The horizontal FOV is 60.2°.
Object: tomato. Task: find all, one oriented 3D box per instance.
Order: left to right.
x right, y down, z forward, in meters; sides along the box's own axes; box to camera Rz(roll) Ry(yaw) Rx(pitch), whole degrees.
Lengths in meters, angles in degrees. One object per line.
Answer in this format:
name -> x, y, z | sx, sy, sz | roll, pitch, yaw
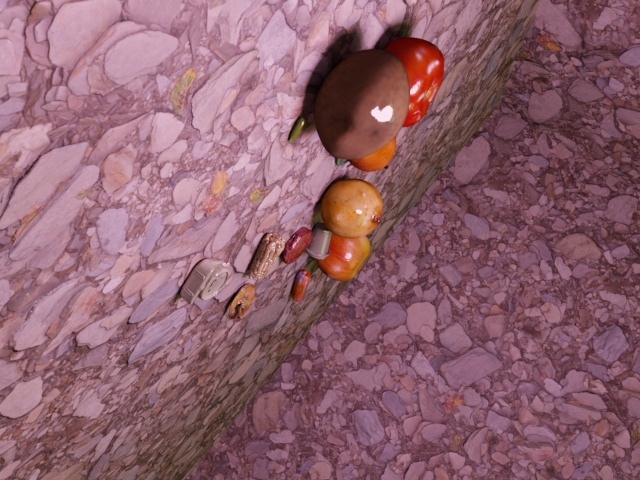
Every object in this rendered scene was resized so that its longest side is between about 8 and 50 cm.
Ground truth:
tomato -> 0.277, -0.539, 1.840 | 0.299, 0.226, 0.299 | -47, 157, -27

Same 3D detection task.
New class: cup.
cup -> 0.000, 0.000, 2.451 | 0.120, 0.120, 0.141 | -27, 143, -56

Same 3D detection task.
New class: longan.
longan -> 0.119, -0.399, 1.637 | 0.288, 0.288, 0.350 | -36, 163, -44

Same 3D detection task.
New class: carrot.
carrot -> 0.168, -0.343, 1.967 | 0.215, 0.193, 0.331 | -68, 158, 1

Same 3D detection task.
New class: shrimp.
shrimp -> -0.326, 0.248, 2.209 | 0.132, 0.051, 0.188 | -8, 128, -51

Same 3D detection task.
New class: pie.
pie -> -0.098, 0.024, 2.339 | 0.182, 0.049, 0.182 | -49, 165, -18

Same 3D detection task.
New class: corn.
corn -> -0.202, 0.062, 2.069 | 0.087, 0.087, 0.211 | -30, 155, -53

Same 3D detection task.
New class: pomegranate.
pomegranate -> 0.132, -0.131, 2.270 | 0.264, 0.264, 0.264 | -47, 163, -18

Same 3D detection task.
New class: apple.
apple -> 0.102, 0.054, 2.629 | 0.286, 0.233, 0.286 | -52, 167, -16

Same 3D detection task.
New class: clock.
clock -> -0.362, 0.129, 1.804 | 0.152, 0.062, 0.191 | -56, 164, 14

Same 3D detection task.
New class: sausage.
sausage -> -0.094, 0.213, 2.720 | 0.071, 0.071, 0.234 | -41, 160, -34

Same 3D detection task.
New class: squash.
squash -> -0.072, -0.333, 1.675 | 0.027, 0.027, 0.089 | -25, 150, -58

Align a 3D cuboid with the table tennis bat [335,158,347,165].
table tennis bat -> 0.141, -0.393, 2.129 | 0.257, 0.039, 0.160 | -57, 163, 25
